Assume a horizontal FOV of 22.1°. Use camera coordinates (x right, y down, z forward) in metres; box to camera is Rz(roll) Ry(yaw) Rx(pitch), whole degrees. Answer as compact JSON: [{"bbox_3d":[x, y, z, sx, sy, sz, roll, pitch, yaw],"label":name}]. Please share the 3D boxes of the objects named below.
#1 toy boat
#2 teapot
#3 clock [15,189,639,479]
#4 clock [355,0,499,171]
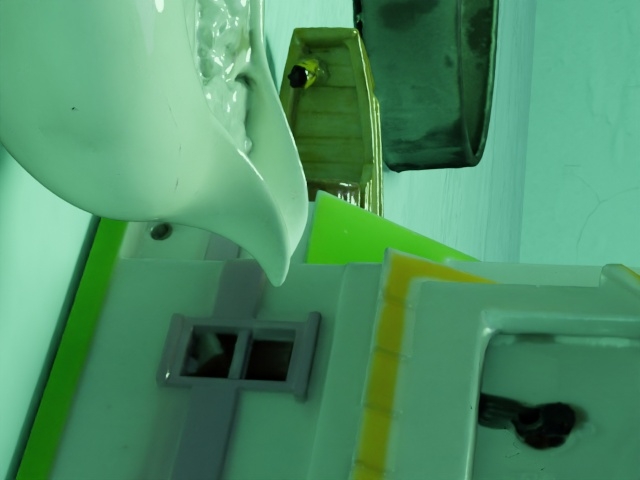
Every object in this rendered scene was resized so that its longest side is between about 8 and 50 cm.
[{"bbox_3d":[0.000,0.000,0.867,0.088,0.068,0.226,1,91,-74],"label":"toy boat"},{"bbox_3d":[-0.059,-0.088,0.468,0.145,0.092,0.226,-77,163,-57],"label":"teapot"},{"bbox_3d":[0.063,0.111,0.563,0.166,0.309,0.235,79,17,-46],"label":"clock"},{"bbox_3d":[0.094,-0.243,1.302,0.386,0.076,0.386,1,90,-79],"label":"clock"}]
